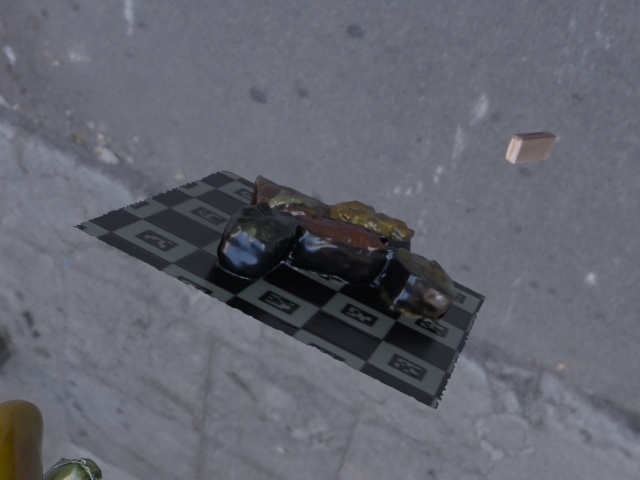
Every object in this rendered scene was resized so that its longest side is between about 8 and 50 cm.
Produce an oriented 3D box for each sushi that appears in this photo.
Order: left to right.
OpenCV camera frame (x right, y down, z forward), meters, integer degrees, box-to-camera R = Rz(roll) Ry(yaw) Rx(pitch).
[{"bbox_3d":[0.000,0.000,0.982,0.343,0.359,0.064,26,108,10],"label":"sushi"}]

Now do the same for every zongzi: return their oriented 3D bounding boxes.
[{"bbox_3d":[-0.323,0.308,1.200,0.052,0.113,0.104,53,147,-4],"label":"zongzi"}]

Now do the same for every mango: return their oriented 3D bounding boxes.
[{"bbox_3d":[-0.320,0.228,1.008,0.076,0.161,0.103,-15,131,16],"label":"mango"}]

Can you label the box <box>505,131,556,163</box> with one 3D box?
[{"bbox_3d":[0.344,-0.153,1.640,0.025,0.115,0.048,36,120,33],"label":"box"}]
